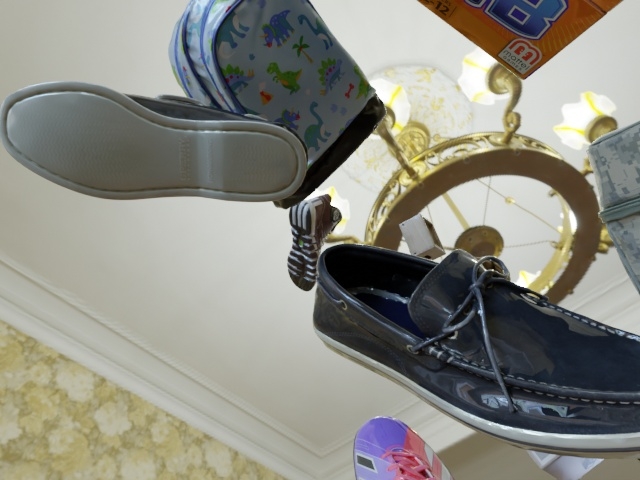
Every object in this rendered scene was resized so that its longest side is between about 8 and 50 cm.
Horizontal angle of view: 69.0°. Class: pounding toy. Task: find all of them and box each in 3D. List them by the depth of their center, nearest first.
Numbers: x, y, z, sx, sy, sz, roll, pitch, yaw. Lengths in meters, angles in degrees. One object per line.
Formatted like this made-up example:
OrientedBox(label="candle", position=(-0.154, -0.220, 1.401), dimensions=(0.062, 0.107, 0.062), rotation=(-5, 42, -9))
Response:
OrientedBox(label="pounding toy", position=(0.296, 0.015, 1.365), dimensions=(0.100, 0.130, 0.141), rotation=(-29, -25, 22))

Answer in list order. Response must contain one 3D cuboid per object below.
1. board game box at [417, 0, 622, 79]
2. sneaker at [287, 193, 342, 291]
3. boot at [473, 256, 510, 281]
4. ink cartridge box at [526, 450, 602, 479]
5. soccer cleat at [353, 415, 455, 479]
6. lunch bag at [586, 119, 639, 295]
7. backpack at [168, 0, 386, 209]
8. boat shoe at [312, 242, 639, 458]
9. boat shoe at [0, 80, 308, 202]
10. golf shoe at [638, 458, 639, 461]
OrientedBox(label="board game box", position=(0.323, -0.534, 0.638), dimensions=(0.357, 0.356, 0.356), rotation=(35, -105, -4))
OrientedBox(label="sneaker", position=(0.000, 0.000, 1.256), dimensions=(0.107, 0.163, 0.281), rotation=(30, -48, 30))
OrientedBox(label="boot", position=(0.362, 0.130, 1.100), dimensions=(0.095, 0.262, 0.203), rotation=(-19, -74, -11))
OrientedBox(label="ink cartridge box", position=(0.591, 0.377, 0.939), dimensions=(0.296, 0.066, 0.261), rotation=(-46, -56, 11))
OrientedBox(label="soccer cleat", position=(0.104, 0.281, 0.455), dimensions=(0.109, 0.318, 0.116), rotation=(-16, -61, -4))
OrientedBox(label="lunch bag", position=(0.491, -0.023, 0.508), dimensions=(0.306, 0.213, 0.255), rotation=(-5, -97, -20))
OrientedBox(label="backpack", position=(-0.077, -0.263, 0.784), dimensions=(0.290, 0.273, 0.355), rotation=(-46, -74, -8))
OrientedBox(label="boat shoe", position=(0.175, 0.103, 0.573), dimensions=(0.187, 0.501, 0.155), rotation=(-30, -61, -38))
OrientedBox(label="boat shoe", position=(-0.165, -0.098, 0.497), dimensions=(0.303, 0.091, 0.114), rotation=(12, -75, -6))
OrientedBox(label="golf shoe", position=(0.450, 0.240, 0.576), dimensions=(0.106, 0.273, 0.120), rotation=(-10, -74, -3))
